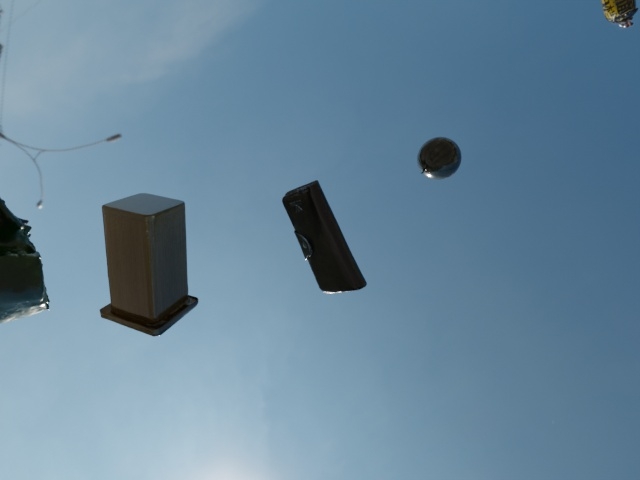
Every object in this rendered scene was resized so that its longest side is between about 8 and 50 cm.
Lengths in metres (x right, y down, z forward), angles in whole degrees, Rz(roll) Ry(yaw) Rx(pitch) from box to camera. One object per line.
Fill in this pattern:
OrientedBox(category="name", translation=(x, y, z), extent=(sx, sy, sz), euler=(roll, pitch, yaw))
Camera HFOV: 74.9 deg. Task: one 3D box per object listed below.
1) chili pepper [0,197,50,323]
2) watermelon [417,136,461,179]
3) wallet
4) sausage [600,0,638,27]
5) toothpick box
OrientedBox(category="chili pepper", translation=(-0.462, -0.015, 0.384), extent=(0.167, 0.384, 0.214), euler=(18, -84, 56))
OrientedBox(category="watermelon", translation=(0.285, -0.197, 1.033), extent=(0.133, 0.105, 0.105), euler=(-34, -133, -28))
OrientedBox(category="wallet", translation=(0.000, 0.000, 1.165), extent=(0.172, 0.318, 0.045), euler=(-13, -165, 47))
OrientedBox(category="sausage", translation=(0.224, -0.270, 0.337), extent=(0.025, 0.199, 0.028), euler=(-28, -161, 0))
OrientedBox(category="toothpick box", translation=(-0.445, 0.051, 1.083), extent=(0.190, 0.187, 0.309), euler=(13, -67, 17))
